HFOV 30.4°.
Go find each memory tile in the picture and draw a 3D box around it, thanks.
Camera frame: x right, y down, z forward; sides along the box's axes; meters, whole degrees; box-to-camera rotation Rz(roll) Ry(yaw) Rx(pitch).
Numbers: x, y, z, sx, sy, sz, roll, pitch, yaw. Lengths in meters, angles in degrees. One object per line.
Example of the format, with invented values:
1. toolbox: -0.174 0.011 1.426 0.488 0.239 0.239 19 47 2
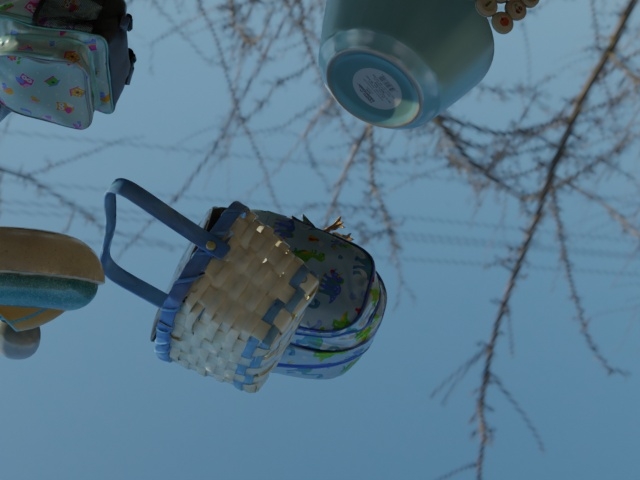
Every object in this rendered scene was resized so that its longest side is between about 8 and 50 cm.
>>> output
1. memory tile: 0.294 -0.402 1.854 0.113 0.012 0.148 47 -115 -4

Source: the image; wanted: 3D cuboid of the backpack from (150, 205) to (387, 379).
1. backpack: -0.066 0.096 2.021 0.356 0.273 0.290 29 -131 -9

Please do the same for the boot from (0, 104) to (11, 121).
1. boot: -0.446 -0.247 1.859 0.260 0.131 0.348 9 -144 -16

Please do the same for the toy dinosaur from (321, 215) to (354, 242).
1. toy dinosaur: 0.000 0.000 2.394 0.112 0.064 0.211 -24 -169 -24

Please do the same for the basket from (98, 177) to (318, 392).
1. basket: -0.161 0.054 1.532 0.289 0.255 0.201 29 -117 1

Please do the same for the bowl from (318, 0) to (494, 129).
1. bowl: 0.120 -0.308 1.987 0.312 0.311 0.163 28 -124 3

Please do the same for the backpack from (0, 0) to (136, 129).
1. backpack: -0.340 -0.234 1.451 0.188 0.166 0.144 18 -120 7

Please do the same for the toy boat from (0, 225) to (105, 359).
1. toy boat: -0.408 0.071 1.517 0.268 0.148 0.318 1 170 -4
